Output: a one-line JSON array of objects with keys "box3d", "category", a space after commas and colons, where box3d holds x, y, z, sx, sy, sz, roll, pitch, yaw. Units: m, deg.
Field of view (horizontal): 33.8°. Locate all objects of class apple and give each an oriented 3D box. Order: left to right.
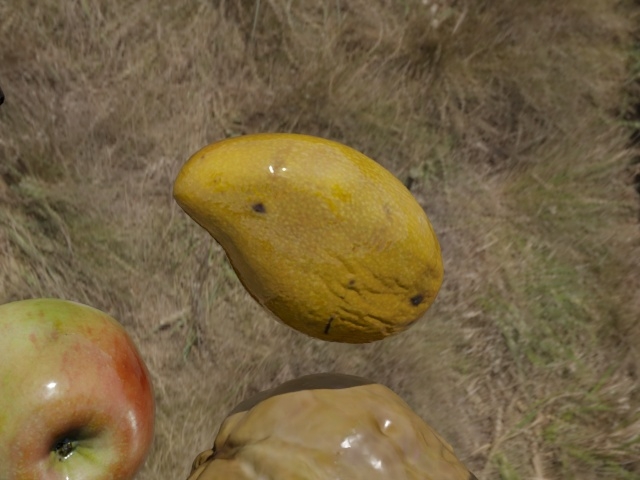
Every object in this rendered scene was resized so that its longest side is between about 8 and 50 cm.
[{"box3d": [-0.373, 0.239, 1.426, 0.319, 0.277, 0.319, -6, 112, -16], "category": "apple"}]

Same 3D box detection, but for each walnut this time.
[{"box3d": [0.020, 0.304, 0.983, 0.344, 0.306, 0.306, 48, 70, -16], "category": "walnut"}]

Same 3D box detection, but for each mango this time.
[{"box3d": [0.001, 0.004, 0.836, 0.262, 0.157, 0.109, 30, 37, -43], "category": "mango"}]

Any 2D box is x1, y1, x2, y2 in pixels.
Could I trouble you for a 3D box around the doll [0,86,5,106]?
[{"box3d": [-0.233, -0.008, 0.543, 0.096, 0.070, 0.195, 12, 65, 22], "category": "doll"}]
